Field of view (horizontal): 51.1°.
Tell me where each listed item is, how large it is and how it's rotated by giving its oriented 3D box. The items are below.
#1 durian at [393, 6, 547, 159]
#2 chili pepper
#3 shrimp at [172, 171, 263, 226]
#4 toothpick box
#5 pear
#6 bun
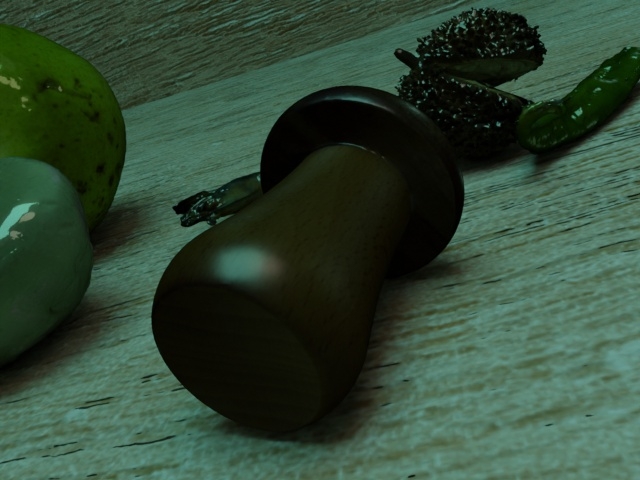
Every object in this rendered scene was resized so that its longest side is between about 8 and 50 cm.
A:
[{"bbox_3d":[0.180,-0.200,0.838,0.196,0.196,0.167,-26,-6,-18],"label":"durian"},{"bbox_3d":[0.330,-0.175,0.834,0.084,0.077,0.359,-17,12,45],"label":"chili pepper"},{"bbox_3d":[-0.147,-0.059,0.979,0.150,0.051,0.217,-6,17,36],"label":"shrimp"},{"bbox_3d":[0.000,0.000,0.546,0.192,0.192,0.294,-4,32,32],"label":"toothpick box"},{"bbox_3d":[-0.472,-0.144,1.016,0.390,0.391,0.391,-16,22,7],"label":"pear"},{"bbox_3d":[-0.363,0.047,0.747,0.283,0.179,0.283,-21,39,18],"label":"bun"}]
